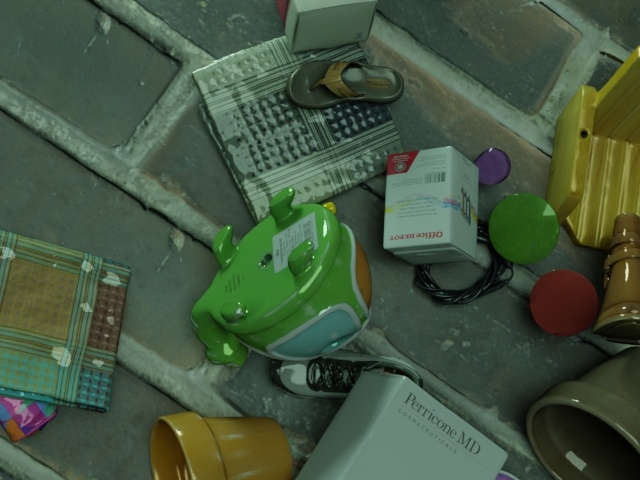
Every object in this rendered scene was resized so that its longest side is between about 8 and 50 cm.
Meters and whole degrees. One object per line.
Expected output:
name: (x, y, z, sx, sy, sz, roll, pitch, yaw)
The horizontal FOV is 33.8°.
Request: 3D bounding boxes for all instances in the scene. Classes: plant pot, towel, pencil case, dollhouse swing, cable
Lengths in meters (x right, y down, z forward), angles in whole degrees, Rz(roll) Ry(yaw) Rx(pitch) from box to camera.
plant pot: (-0.155, 0.369, 1.721, 0.188, 0.205, 0.205, -9, 83, -27)
plant pot: (0.526, 0.309, 1.843, 0.263, 0.263, 0.229, 49, 58, -1)
towel: (-0.495, 0.115, 1.684, 0.370, 0.040, 0.271, 16, 64, -25)
pencil case: (-0.520, 0.212, 1.716, 0.104, 0.104, 0.236, -33, 91, -13)
dollhouse swing: (0.633, -0.144, 1.880, 0.346, 0.305, 0.315, 12, 79, -10)
towel: (-0.039, -0.219, 1.900, 0.324, 0.056, 0.312, -23, 89, -15)
cable: (0.254, 0.037, 1.912, 0.184, 0.047, 0.151, -20, 86, -12)

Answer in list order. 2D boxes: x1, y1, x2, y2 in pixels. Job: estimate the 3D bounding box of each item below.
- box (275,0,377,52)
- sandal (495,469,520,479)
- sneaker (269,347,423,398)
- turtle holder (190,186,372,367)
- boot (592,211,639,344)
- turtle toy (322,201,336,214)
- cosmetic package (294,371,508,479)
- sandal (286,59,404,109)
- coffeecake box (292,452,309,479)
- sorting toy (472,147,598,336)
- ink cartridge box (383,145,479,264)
box: (-0.006, -0.470, 1.870, 0.148, 0.127, 0.232, -12, 68, -12)
sandal: (0.341, 0.602, 1.815, 0.169, 0.102, 0.416, -7, 83, -12)
sneaker: (0.048, 0.228, 1.815, 0.271, 0.108, 0.100, 6, 82, -8)
turtle holder: (-0.058, 0.101, 1.717, 0.320, 0.243, 0.227, -49, 125, -3)
boot: (0.531, 0.060, 1.793, 0.109, 0.283, 0.220, 4, 83, 21)
turtle toy: (0.000, 0.000, 1.853, 0.095, 0.066, 0.130, -22, 64, -7)
cosmetic package: (0.063, 0.452, 1.617, 0.230, 0.161, 0.453, 37, 74, -15)
sandal: (0.048, -0.278, 1.867, 0.219, 0.060, 0.090, 1, 82, -13)
coffeecake box: (-0.035, 0.454, 1.746, 0.068, 0.142, 0.185, 23, 78, -8)
sorting toy: (0.394, -0.005, 1.921, 0.127, 0.126, 0.365, -30, 83, 24)
ink cartridge box: (0.195, -0.056, 1.842, 0.128, 0.127, 0.176, -5, 72, 30)
